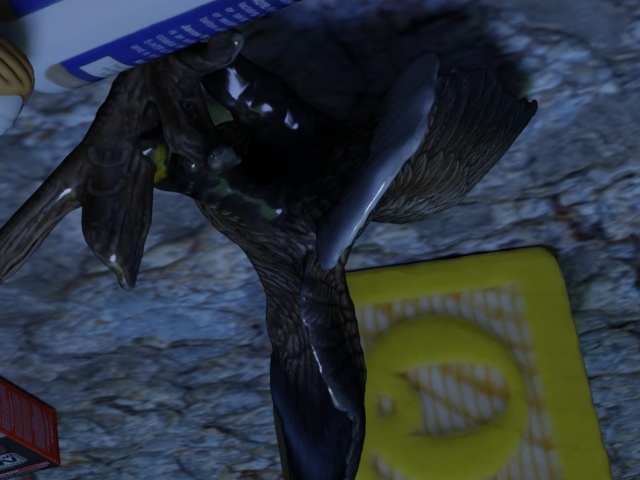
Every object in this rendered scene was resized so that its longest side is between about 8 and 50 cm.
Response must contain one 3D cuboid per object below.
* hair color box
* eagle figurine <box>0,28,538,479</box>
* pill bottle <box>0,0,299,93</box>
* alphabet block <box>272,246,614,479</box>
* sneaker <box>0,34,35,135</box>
[{"bbox_3d":[-0.236,0.120,1.135,0.072,0.043,0.141,-17,152,15],"label":"hair color box"},{"bbox_3d":[-0.004,-0.007,0.824,0.226,0.225,0.298,-32,137,17],"label":"eagle figurine"},{"bbox_3d":[-0.039,-0.135,0.626,0.186,0.112,0.112,-19,153,16],"label":"pill bottle"},{"bbox_3d":[0.071,0.140,1.122,0.192,0.193,0.197,-9,153,-7],"label":"alphabet block"},{"bbox_3d":[-0.220,-0.024,0.662,0.112,0.131,0.296,33,163,-23],"label":"sneaker"}]
